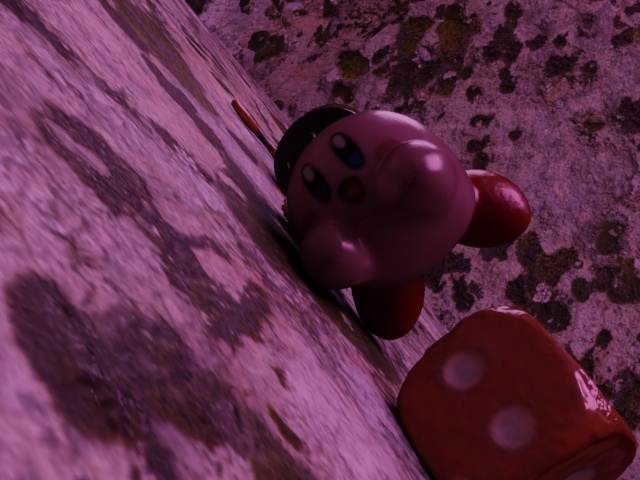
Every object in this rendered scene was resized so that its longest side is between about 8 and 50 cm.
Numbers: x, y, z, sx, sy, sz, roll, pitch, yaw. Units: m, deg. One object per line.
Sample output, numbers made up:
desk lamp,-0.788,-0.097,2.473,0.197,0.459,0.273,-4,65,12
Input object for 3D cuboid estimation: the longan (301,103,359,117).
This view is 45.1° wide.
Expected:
longan,0.039,-0.190,1.775,0.248,0.248,0.248,51,5,-7

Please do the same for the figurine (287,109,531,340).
figurine,0.074,-0.045,0.962,0.261,0.269,0.211,27,23,-51

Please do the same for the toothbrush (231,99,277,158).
toothbrush,-0.077,-0.160,1.565,0.321,0.023,0.031,50,-1,-25

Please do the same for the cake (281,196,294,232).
cake,-0.002,-0.003,1.110,0.184,0.116,0.080,-8,48,-46

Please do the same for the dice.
dice,0.192,0.183,0.779,0.174,0.175,0.179,44,10,-49

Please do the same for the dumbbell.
dumbbell,0.054,-0.096,1.392,0.185,0.185,0.388,55,6,29
